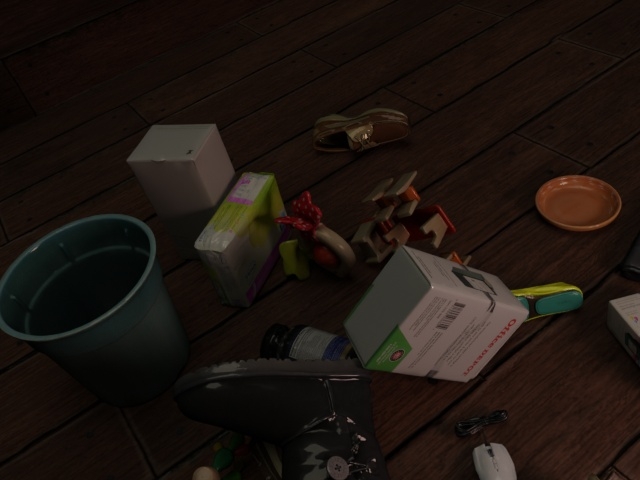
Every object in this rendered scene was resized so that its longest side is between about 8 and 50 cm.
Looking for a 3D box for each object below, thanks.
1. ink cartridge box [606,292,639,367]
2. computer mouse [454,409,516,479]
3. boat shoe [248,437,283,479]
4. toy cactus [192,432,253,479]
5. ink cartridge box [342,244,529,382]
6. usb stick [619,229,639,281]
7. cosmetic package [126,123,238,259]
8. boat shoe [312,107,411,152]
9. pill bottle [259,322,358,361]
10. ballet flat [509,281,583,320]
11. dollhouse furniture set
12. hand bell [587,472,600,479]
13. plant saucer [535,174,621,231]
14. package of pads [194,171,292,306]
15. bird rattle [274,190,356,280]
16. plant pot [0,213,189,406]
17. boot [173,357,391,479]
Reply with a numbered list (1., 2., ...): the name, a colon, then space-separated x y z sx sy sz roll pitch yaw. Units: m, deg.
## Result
1. ink cartridge box: 0.677 0.200 1.098 0.134 0.078 0.231 -15 36 0
2. computer mouse: 0.315 0.400 1.037 0.106 0.042 0.193 -11 43 3
3. boat shoe: -0.055 0.459 1.066 0.095 0.095 0.257 -49 51 16
4. toy cactus: -0.197 0.452 1.040 0.112 0.180 0.219 34 65 16
5. ink cartridge box: 0.223 0.152 1.101 0.211 0.289 0.121 -56 39 22
6. usb stick: 0.776 -0.006 1.322 0.077 0.045 0.278 23 55 34
7. cosmetic package: -0.325 -0.116 1.511 0.197 0.365 0.155 4 47 19
8. boat shoe: 0.122 -0.328 1.795 0.324 0.122 0.120 -1 50 26
9. pill bottle: -0.014 0.251 1.225 0.219 0.122 0.123 13 50 27
10. ballet flat: 0.455 0.135 1.259 0.231 0.077 0.077 -10 22 1
11. dollhouse furniture set: 0.206 -0.030 1.375 0.259 0.262 0.135 -13 29 52
12. hand bell: 0.364 0.487 0.914 0.242 0.126 0.126 -29 43 4
13. plant saucer: 0.650 -0.090 1.450 0.200 0.037 0.200 -8 45 8
14. package of pads: -0.186 -0.010 1.462 0.101 0.229 0.296 8 49 23
15. bird rattle: 0.000 0.000 1.406 0.207 0.253 0.143 31 57 10
16. plant pot: -0.467 0.178 1.273 0.341 0.334 0.341 -8 43 7
17. boot: -0.049 0.423 0.925 0.367 0.146 0.445 -2 59 -12
